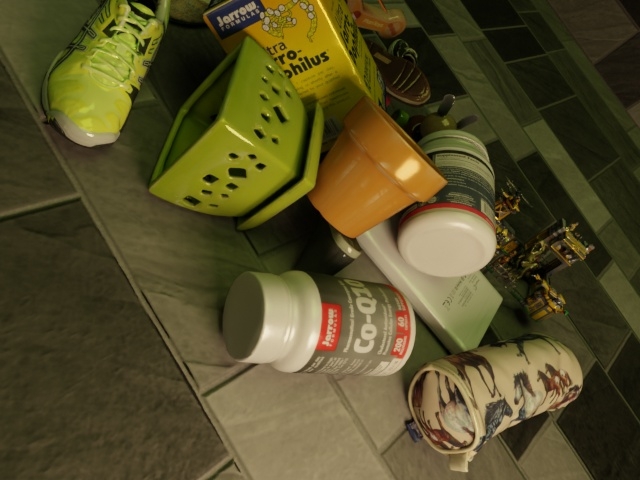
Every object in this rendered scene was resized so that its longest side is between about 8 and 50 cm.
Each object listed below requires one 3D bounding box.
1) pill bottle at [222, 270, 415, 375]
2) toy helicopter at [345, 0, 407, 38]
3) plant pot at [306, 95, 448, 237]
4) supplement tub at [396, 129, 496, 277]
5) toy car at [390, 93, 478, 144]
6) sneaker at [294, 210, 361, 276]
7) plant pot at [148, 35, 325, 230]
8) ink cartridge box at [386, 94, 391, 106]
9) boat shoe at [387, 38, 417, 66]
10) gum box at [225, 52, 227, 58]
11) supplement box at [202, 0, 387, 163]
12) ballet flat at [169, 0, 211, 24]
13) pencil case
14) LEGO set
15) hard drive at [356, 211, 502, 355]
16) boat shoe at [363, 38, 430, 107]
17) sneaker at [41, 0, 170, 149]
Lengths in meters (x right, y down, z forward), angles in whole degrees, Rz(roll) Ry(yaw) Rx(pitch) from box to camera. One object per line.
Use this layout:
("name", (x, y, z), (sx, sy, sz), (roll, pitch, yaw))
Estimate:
("pill bottle", (0.000, 0.135, 0.930), (0.284, 0.161, 0.161), (11, 57, -34))
("toy helicopter", (0.089, -0.571, 1.403), (0.355, 0.235, 0.140), (-3, 65, -40))
("plant pot", (0.082, -0.112, 1.000), (0.205, 0.188, 0.205), (42, 16, -15))
("supplement tub", (0.262, -0.078, 1.190), (0.191, 0.191, 0.272), (30, 48, -21))
("toy car", (0.281, -0.278, 1.402), (0.155, 0.188, 0.148), (28, 49, -22))
("sneaker", (0.000, 0.000, 1.085), (0.083, 0.118, 0.222), (42, 15, -19))
("plant pot", (-0.127, -0.162, 0.984), (0.207, 0.227, 0.228), (32, 47, -28))
("ink cartridge box", (0.074, -0.317, 1.344), (0.127, 0.072, 0.175), (45, 44, -8))
("boat shoe", (0.236, -0.489, 1.587), (0.078, 0.070, 0.219), (23, 51, -26))
("gum box", (-0.110, -0.392, 1.252), (0.189, 0.062, 0.107), (13, 56, -33))
("supplement box", (-0.027, -0.347, 1.079), (0.356, 0.196, 0.194), (54, 26, -38))
("ballet flat", (-0.205, -0.539, 1.239), (0.316, 0.106, 0.107), (-30, 84, -45))
("pencil case", (0.349, 0.291, 1.113), (0.411, 0.160, 0.183), (-4, 88, -40))
("LEGO set", (0.513, 0.010, 1.376), (0.331, 0.192, 0.255), (48, 33, -1))
("hard drive", (0.240, 0.059, 1.255), (0.353, 0.047, 0.233), (50, 44, -2))
("boat shoe", (0.177, -0.400, 1.423), (0.095, 0.095, 0.257), (-35, 61, -8))
("sneaker", (-0.348, -0.319, 0.955), (0.145, 0.147, 0.384), (24, 52, -28))
